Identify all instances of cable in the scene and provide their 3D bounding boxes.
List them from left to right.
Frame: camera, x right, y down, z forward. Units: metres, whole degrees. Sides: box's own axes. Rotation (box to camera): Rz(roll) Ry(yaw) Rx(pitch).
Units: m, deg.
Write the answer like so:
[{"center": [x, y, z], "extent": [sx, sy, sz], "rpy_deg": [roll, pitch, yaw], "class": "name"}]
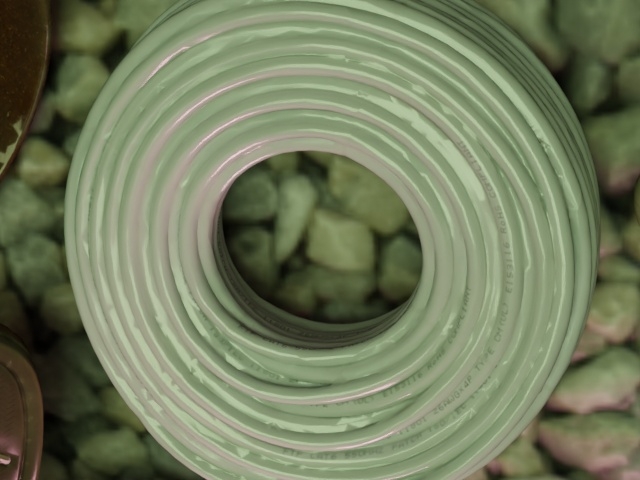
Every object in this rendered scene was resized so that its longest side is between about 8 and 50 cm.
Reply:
[{"center": [0.000, 0.000, 0.649], "extent": [0.257, 0.089, 0.257], "rpy_deg": [34, 112, 2], "class": "cable"}]

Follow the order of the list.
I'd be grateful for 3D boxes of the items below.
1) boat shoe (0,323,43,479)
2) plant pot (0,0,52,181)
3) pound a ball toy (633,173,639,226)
[{"center": [-0.229, 0.153, 0.736], "extent": [0.110, 0.104, 0.307], "rpy_deg": [17, 115, -22], "class": "boat shoe"}, {"center": [-0.284, -0.104, 0.641], "extent": [0.230, 0.215, 0.215], "rpy_deg": [34, 112, 17], "class": "plant pot"}, {"center": [0.279, 0.092, 0.585], "extent": [0.319, 0.136, 0.208], "rpy_deg": [9, 109, 10], "class": "pound a ball toy"}]
